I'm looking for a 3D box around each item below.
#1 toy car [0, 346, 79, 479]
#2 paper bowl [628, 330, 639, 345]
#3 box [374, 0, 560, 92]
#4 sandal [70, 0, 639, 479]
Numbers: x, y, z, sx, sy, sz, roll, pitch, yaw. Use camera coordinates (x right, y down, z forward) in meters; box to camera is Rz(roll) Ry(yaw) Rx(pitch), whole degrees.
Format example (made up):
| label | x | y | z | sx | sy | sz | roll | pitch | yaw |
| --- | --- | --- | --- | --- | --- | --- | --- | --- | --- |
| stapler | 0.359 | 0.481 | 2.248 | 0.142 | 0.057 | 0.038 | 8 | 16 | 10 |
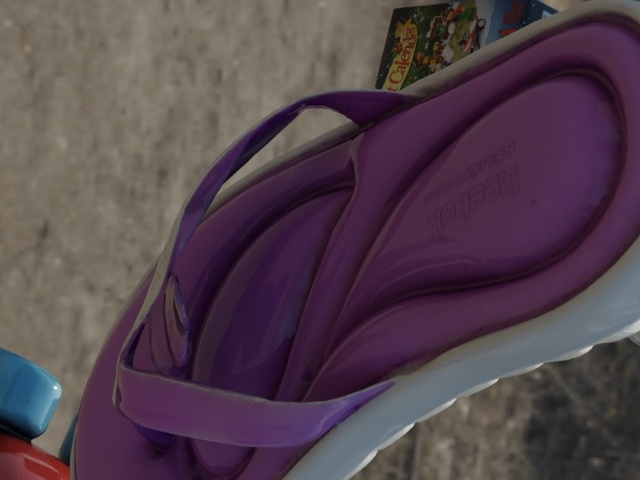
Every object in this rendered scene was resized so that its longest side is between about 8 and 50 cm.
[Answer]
| label | x | y | z | sx | sy | sz | roll | pitch | yaw |
| --- | --- | --- | --- | --- | --- | --- | --- | --- | --- |
| toy car | -0.146 | 0.204 | 1.019 | 0.210 | 0.238 | 0.219 | 39 | 67 | -40 |
| paper bowl | 0.336 | -0.035 | 1.515 | 0.284 | 0.148 | 0.284 | 1 | 88 | -39 |
| box | 0.100 | -0.077 | 1.348 | 0.044 | 0.159 | 0.233 | 20 | 79 | -39 |
| sandal | -0.013 | 0.014 | 0.689 | 0.102 | 0.416 | 0.169 | 16 | 54 | -35 |
